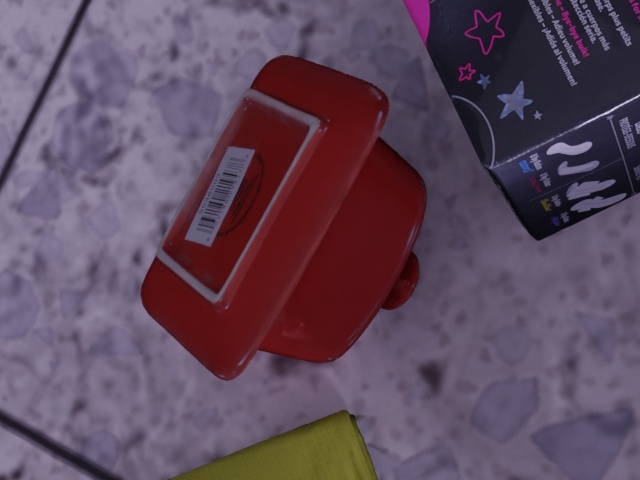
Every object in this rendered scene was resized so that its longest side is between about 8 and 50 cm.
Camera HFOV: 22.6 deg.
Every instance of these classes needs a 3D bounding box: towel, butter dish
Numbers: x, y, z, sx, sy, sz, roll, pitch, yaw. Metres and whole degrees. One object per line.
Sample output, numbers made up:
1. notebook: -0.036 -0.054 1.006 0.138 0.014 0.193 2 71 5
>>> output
1. towel: -0.072 0.181 0.867 0.237 0.021 0.102 -24 77 13
2. butter dish: 0.000 0.000 0.829 0.160 0.118 0.160 -61 28 2

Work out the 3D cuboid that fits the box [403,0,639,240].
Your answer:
1. box: 0.108 -0.150 0.790 0.142 0.163 0.247 -26 73 9
